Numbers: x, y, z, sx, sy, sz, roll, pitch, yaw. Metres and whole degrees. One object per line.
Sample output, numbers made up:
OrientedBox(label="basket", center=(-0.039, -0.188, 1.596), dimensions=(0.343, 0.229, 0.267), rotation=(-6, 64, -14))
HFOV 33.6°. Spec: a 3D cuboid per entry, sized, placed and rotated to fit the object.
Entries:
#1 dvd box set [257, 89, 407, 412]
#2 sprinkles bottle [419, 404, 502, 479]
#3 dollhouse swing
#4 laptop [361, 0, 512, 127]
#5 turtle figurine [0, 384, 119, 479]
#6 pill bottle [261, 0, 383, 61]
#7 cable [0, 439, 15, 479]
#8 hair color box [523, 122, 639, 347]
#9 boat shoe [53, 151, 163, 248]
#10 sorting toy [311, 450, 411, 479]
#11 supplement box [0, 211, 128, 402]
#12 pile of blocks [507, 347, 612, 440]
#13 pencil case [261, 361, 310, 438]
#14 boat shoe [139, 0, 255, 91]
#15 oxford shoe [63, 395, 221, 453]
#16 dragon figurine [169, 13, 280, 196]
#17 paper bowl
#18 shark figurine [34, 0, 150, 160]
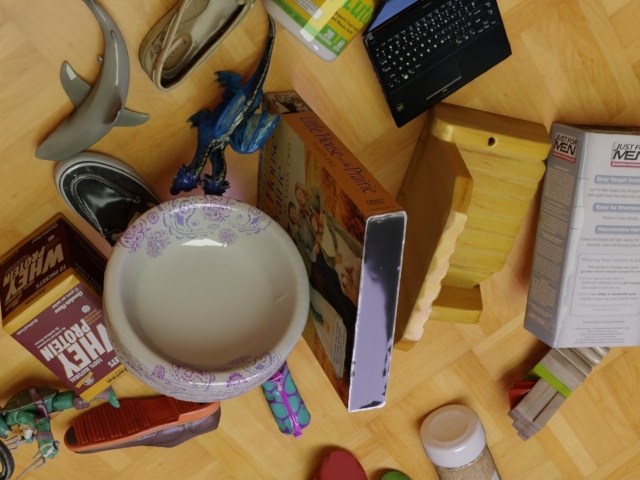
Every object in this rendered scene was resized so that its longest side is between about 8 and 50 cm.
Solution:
OrientedBox(label="dvd box set", center=(0.000, 0.000, 1.533), dimensions=(0.062, 0.420, 0.307), rotation=(-7, 122, -20))
OrientedBox(label="sprinkles bottle", center=(0.301, 0.484, 2.100), dimensions=(0.121, 0.121, 0.355), rotation=(-26, 124, -4))
OrientedBox(label="dollhouse swing", center=(0.251, 0.003, 1.695), dimensions=(0.315, 0.305, 0.347), rotation=(9, 115, -23))
OrientedBox(label="laptop", center=(0.196, -0.313, 1.569), dimensions=(0.234, 0.136, 0.264), rotation=(-33, 125, -11))
OrientedBox(label="turtle figurine", center=(-0.446, 0.288, 1.712), dimensions=(0.234, 0.175, 0.118), rotation=(-23, 106, -15))
OrientedBox(label="pill bottle", center=(0.042, -0.386, 1.494), dimensions=(0.136, 0.136, 0.245), rotation=(34, 103, -32))
OrientedBox(label="cable", center=(-0.571, 0.253, 1.629), dimensions=(0.139, 0.072, 0.287), rotation=(-17, 91, -2))
OrientedBox(label="hair color box", center=(0.481, -0.008, 1.833), dimensions=(0.185, 0.113, 0.374), rotation=(1, 105, -19))
OrientedBox(label="boat shoe", center=(-0.278, -0.017, 1.615), dimensions=(0.108, 0.102, 0.301), rotation=(-40, 124, 6))
OrientedBox(label="sorting toy", center=(0.101, 0.525, 2.086), dimensions=(0.365, 0.127, 0.126), rotation=(28, 136, -33))
OrientedBox(label="supplement box", center=(-0.371, 0.099, 1.594), dimensions=(0.129, 0.194, 0.191), rotation=(-37, 124, 3))
OrientedBox(label="pile of blocks", center=(0.470, 0.213, 2.030), dimensions=(0.112, 0.149, 0.362), rotation=(42, 91, 10))
OrientedBox(label="pencil case", center=(-0.067, 0.276, 1.880), dimensions=(0.064, 0.070, 0.151), rotation=(-25, 125, -5))
OrientedBox(label="boat shoe", center=(-0.146, -0.330, 1.488), dimensions=(0.104, 0.089, 0.285), rotation=(28, 106, -30))
OrientedBox(label="oxford shoe", center=(-0.299, 0.327, 1.815), dimensions=(0.271, 0.097, 0.098), rotation=(-12, 128, -13))
OrientedBox(label="dragon figurine", center=(-0.120, -0.181, 1.551), dimensions=(0.085, 0.144, 0.289), rotation=(32, 105, -32))
OrientedBox(label="paper bowl", center=(-0.165, 0.090, 1.506), dimensions=(0.284, 0.284, 0.148), rotation=(-6, 158, -16))
OrientedBox(label="shark figurine", center=(-0.303, -0.224, 1.484), dimensions=(0.166, 0.116, 0.278), rotation=(1, 120, -21))
